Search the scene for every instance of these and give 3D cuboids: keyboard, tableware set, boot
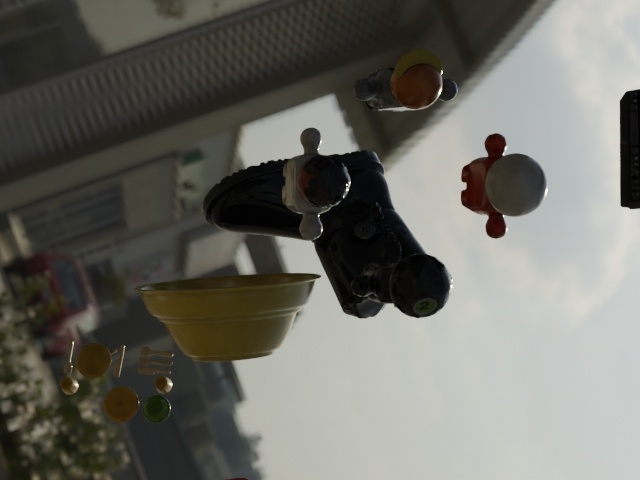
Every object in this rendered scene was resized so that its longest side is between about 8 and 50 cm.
[{"bbox_3d":[0.342,-0.096,1.448,0.180,0.108,0.023,-78,159,-47],"label":"keyboard"},{"bbox_3d":[-0.269,0.190,1.997,0.024,0.154,0.104,69,28,-71],"label":"tableware set"},{"bbox_3d":[0.000,0.000,1.838,0.094,0.246,0.207,103,-30,-51],"label":"boot"}]

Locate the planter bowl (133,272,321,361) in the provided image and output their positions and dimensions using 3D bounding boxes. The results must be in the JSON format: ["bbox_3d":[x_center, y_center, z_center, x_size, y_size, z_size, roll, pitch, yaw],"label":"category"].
[{"bbox_3d":[-0.105,0.091,1.746,0.217,0.217,0.090,-173,-101,-80],"label":"planter bowl"}]

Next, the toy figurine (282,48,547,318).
[{"bbox_3d":[0.082,-0.053,1.428,0.209,0.213,0.148,48,-8,-10],"label":"toy figurine"}]

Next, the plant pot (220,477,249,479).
[{"bbox_3d":[-0.201,0.458,1.790,0.267,0.267,0.235,-84,164,-76],"label":"plant pot"}]
